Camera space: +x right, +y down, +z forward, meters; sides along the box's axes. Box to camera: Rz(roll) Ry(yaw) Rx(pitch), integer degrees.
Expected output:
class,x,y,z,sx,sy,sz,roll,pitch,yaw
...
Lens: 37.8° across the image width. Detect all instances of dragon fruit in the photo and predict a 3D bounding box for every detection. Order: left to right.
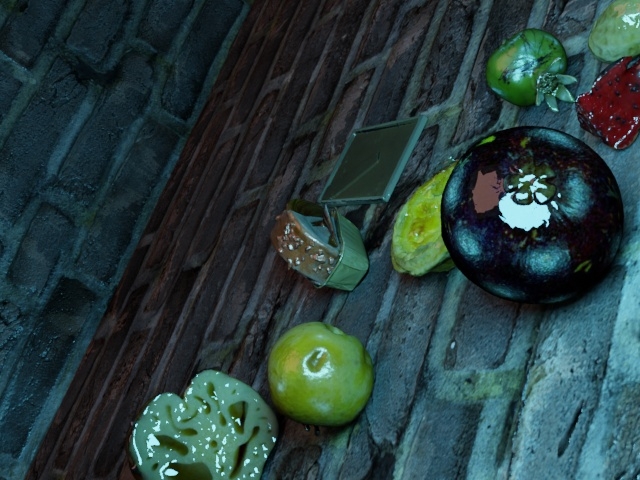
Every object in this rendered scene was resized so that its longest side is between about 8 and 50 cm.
class,x,y,z,sx,sy,sz,roll,pitch,yaw
dragon fruit,0.495,-0.257,1.530,0.192,0.122,0.092,-54,10,12

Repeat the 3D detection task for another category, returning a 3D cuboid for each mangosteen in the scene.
class,x,y,z,sx,sy,sz,roll,pitch,yaw
mangosteen,0.320,-0.034,1.424,0.288,0.288,0.288,-42,28,29

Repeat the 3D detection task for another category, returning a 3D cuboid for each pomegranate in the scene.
class,x,y,z,sx,sy,sz,roll,pitch,yaw
pomegranate,0.399,-0.313,1.757,0.152,0.131,0.191,-45,34,17

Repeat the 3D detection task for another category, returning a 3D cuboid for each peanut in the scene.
class,x,y,z,sx,sy,sz,roll,pitch,yaw
peanut,0.548,-0.374,1.578,0.226,0.108,0.095,-24,35,47

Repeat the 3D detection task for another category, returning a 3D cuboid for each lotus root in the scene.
class,x,y,z,sx,sy,sz,roll,pitch,yaw
lotus root,-0.270,0.406,1.947,0.250,0.316,0.316,-19,43,65

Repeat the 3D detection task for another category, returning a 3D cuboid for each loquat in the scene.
class,x,y,z,sx,sy,sz,roll,pitch,yaw
loquat,-0.011,0.254,1.745,0.213,0.213,0.213,-42,28,29

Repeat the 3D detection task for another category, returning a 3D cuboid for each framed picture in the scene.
class,x,y,z,sx,sy,sz,roll,pitch,yaw
framed picture,0.116,-0.185,2.245,0.315,0.024,0.232,1,61,61

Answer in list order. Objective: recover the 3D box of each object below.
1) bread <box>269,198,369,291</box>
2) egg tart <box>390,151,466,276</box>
class,x,y,z,sx,sy,sz,roll,pitch,yaw
bread,0.000,0.000,2.013,0.142,0.212,0.224,-52,24,21
egg tart,0.239,-0.041,1.771,0.279,0.095,0.279,-45,21,23
